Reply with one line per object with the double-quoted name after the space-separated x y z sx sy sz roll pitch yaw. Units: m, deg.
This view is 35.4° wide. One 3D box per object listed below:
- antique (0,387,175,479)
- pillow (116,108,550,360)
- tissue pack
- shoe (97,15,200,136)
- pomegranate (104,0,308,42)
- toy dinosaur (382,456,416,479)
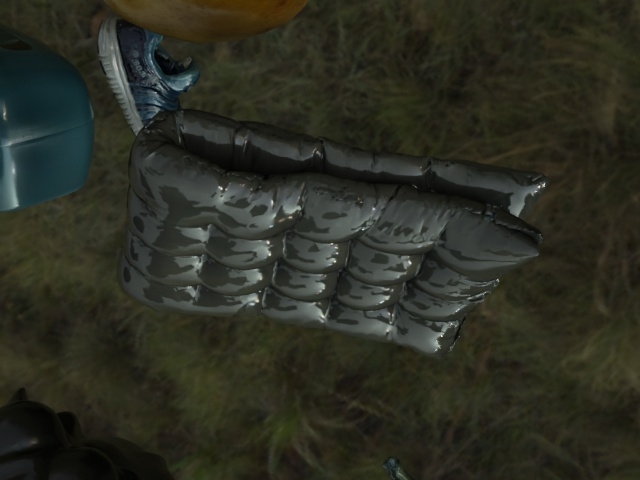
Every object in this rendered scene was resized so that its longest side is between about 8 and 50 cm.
-0.227 0.260 0.796 0.185 0.255 0.322 38 179 20 "antique"
0.000 0.000 0.835 0.326 0.101 0.228 12 146 -8 "pillow"
-0.432 -0.182 1.309 0.287 0.198 0.206 32 128 38 "tissue pack"
-0.203 -0.197 1.272 0.106 0.091 0.207 -13 126 8 "shoe"
-0.104 -0.304 0.882 0.264 0.264 0.264 24 132 29 "pomegranate"
0.195 0.292 0.811 0.363 0.076 0.147 44 165 -24 "toy dinosaur"
